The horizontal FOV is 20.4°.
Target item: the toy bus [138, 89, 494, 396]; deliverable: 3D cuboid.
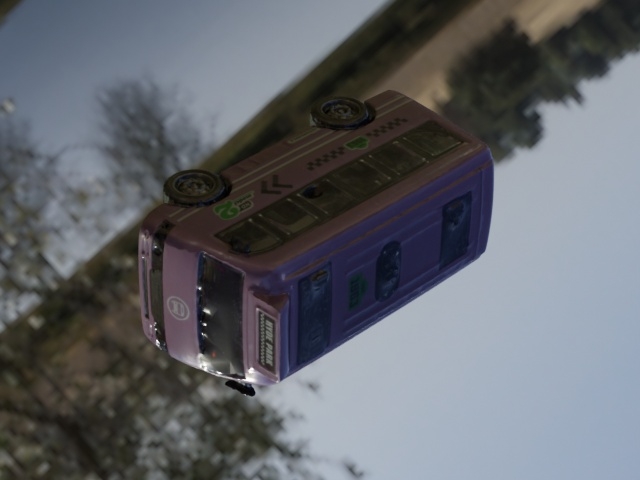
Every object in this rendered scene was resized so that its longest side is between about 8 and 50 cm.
[{"bbox_3d":[0.000,0.000,0.967,0.199,0.108,0.096,-30,135,-37],"label":"toy bus"}]
